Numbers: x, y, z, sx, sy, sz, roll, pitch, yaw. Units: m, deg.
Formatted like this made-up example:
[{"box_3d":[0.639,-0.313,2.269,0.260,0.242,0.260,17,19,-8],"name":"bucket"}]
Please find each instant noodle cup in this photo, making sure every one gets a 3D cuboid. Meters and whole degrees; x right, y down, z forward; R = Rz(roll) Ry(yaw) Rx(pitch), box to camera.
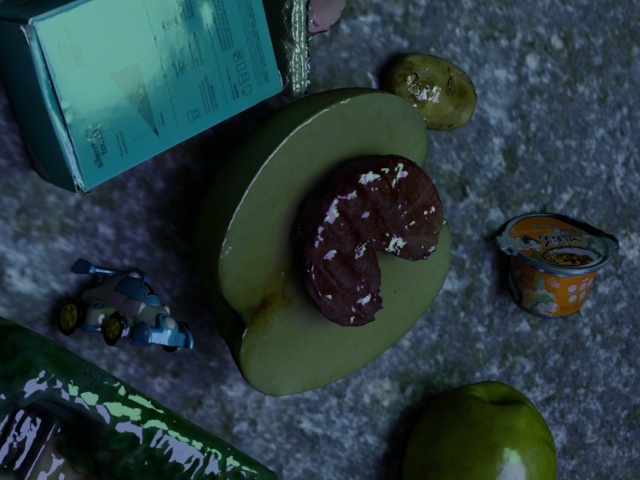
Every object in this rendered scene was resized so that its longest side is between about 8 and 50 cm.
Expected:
[{"box_3d":[0.385,0.050,1.979,0.178,0.208,0.126,-80,177,-57],"name":"instant noodle cup"}]

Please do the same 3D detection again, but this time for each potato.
[{"box_3d":[0.162,-0.215,1.731,0.170,0.080,0.107,21,100,-47],"name":"potato"}]

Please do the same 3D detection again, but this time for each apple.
[{"box_3d":[0.000,0.000,1.502,0.360,0.312,0.320,-33,82,-24],"name":"apple"}]

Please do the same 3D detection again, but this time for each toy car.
[{"box_3d":[-0.223,0.078,1.404,0.126,0.161,0.098,11,85,-44],"name":"toy car"}]

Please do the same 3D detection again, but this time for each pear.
[{"box_3d":[0.250,0.382,1.895,0.252,0.253,0.307,-5,119,-43],"name":"pear"}]

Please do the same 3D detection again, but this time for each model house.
[{"box_3d":[-0.321,0.295,1.266,0.382,0.334,0.343,38,74,-33],"name":"model house"}]

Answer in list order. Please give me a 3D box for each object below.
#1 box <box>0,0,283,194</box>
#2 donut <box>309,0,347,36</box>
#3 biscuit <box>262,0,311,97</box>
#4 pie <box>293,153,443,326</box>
[{"box_3d":[-0.206,-0.214,1.350,0.311,0.118,0.205,-33,121,-33],"name":"box"},{"box_3d":[-0.009,-0.343,1.536,0.117,0.065,0.166,0,104,-42],"name":"donut"},{"box_3d":[-0.063,-0.282,1.463,0.040,0.121,0.199,-15,113,-39],"name":"biscuit"},{"box_3d":[0.060,-0.005,1.458,0.218,0.054,0.204,-37,128,-21],"name":"pie"}]
